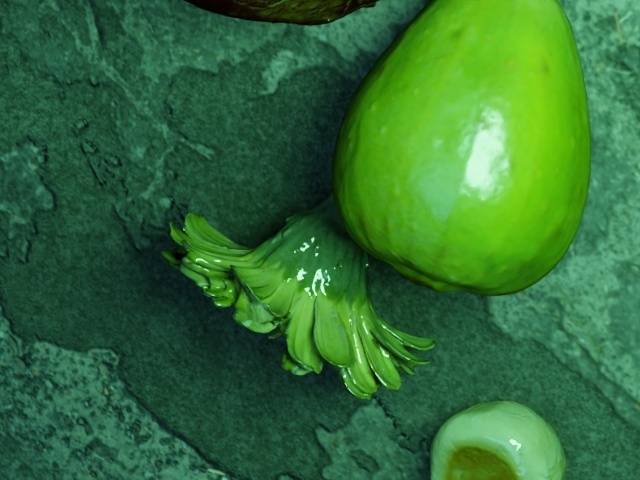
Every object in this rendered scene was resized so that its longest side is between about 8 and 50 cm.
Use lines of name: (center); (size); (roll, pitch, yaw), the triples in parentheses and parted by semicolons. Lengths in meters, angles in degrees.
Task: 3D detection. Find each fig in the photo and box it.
fig: (0.148, -0.108, 1.881); (0.258, 0.258, 0.326); (15, 101, 21)

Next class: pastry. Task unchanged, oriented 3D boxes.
pastry: (0.198, 0.251, 2.112); (0.156, 0.092, 0.156); (10, 114, 24)

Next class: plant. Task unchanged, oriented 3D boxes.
plant: (-0.026, 0.026, 2.094); (0.306, 0.297, 0.261); (17, 161, -29)

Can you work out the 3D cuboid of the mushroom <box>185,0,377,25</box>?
mushroom: (-0.025, -0.342, 1.828); (0.345, 0.345, 0.239); (-41, 69, 35)
